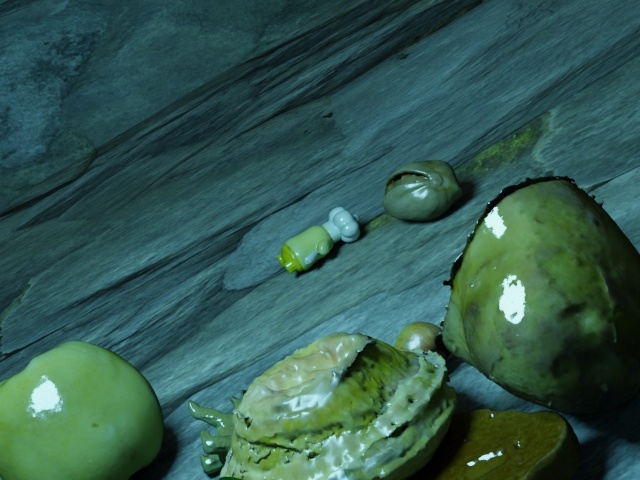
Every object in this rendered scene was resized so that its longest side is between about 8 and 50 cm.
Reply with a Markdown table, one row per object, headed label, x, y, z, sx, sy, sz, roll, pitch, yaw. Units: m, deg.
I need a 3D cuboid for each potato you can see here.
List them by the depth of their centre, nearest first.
| label | x | y | z | sx | sy | sz | roll | pitch | yaw |
| --- | --- | --- | --- | --- | --- | --- | --- | --- | --- |
| potato | 0.304 | 0.101 | 1.620 | 0.288 | 0.301 | 0.237 | -19 | 45 | -30 |

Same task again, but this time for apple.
| label | x | y | z | sx | sy | sz | roll | pitch | yaw |
| --- | --- | --- | --- | --- | --- | --- | --- | --- | --- |
| apple | 0.139 | 0.152 | 1.884 | 0.071 | 0.084 | 0.084 | 24 | 53 | 34 |
| apple | -0.369 | 0.282 | 2.024 | 0.262 | 0.262 | 0.262 | -25 | 23 | 12 |

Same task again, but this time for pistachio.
| label | x | y | z | sx | sy | sz | roll | pitch | yaw |
| --- | --- | --- | --- | --- | --- | --- | --- | --- | --- |
| pistachio | 0.171 | -0.084 | 2.325 | 0.149 | 0.113 | 0.113 | -11 | 29 | 51 |

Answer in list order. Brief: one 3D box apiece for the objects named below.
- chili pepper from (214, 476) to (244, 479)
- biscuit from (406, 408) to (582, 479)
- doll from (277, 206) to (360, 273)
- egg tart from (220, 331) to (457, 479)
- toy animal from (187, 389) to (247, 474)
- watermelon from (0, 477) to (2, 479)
| label | x | y | z | sx | sy | sz | roll | pitch | yaw |
| --- | --- | --- | --- | --- | --- | --- | --- | --- | --- |
| chili pepper | -0.121 | 0.448 | 1.449 | 0.213 | 0.167 | 0.385 | -21 | 40 | 46 |
| biscuit | 0.127 | 0.316 | 1.571 | 0.381 | 0.074 | 0.359 | -24 | 23 | 11 |
| doll | 0.000 | 0.000 | 2.405 | 0.162 | 0.062 | 0.106 | -34 | 27 | -7 |
| egg tart | 0.003 | 0.217 | 1.698 | 0.352 | 0.150 | 0.352 | -26 | 17 | 9 |
| toy animal | -0.125 | 0.287 | 1.939 | 0.101 | 0.103 | 0.219 | -14 | 18 | -10 |
| watermelon | -0.589 | 0.436 | 2.179 | 0.231 | 0.128 | 0.146 | -30 | 40 | -5 |
